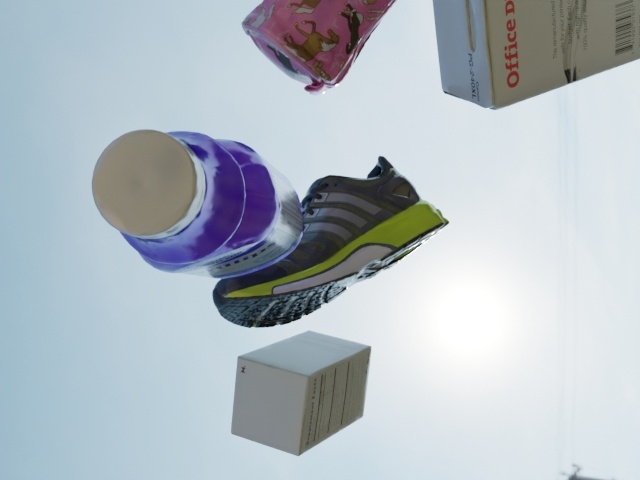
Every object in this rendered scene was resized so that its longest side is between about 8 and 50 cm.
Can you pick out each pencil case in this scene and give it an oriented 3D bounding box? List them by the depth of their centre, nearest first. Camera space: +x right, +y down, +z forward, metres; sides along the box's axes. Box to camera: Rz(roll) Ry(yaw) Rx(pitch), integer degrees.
[{"bbox_3d":[0.054,-0.397,1.211,0.386,0.167,0.160,-52,-45,-1],"label":"pencil case"}]

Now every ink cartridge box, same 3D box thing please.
[{"bbox_3d":[0.147,-0.158,0.525,0.150,0.063,0.109,-21,-62,-19],"label":"ink cartridge box"}]

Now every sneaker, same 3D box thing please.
[{"bbox_3d":[0.000,0.000,0.928,0.300,0.111,0.121,-25,-106,-34],"label":"sneaker"}]

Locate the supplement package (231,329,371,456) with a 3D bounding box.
[{"bbox_3d":[-0.021,0.192,1.082,0.179,0.105,0.105,-10,-71,-60],"label":"supplement package"}]

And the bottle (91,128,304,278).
[{"bbox_3d":[-0.087,-0.024,0.637,0.283,0.118,0.092,33,-142,-82],"label":"bottle"}]
